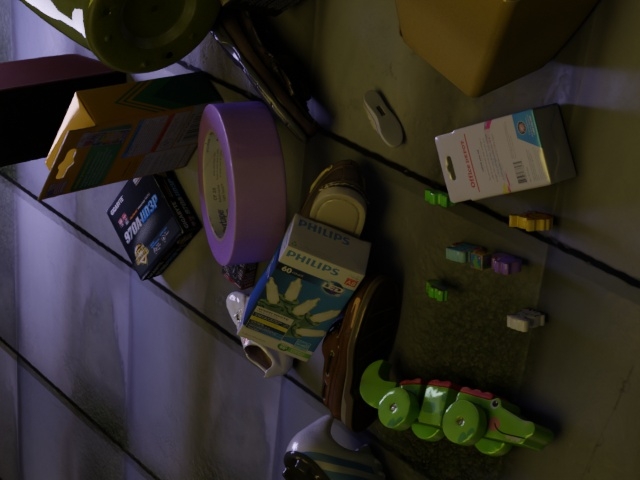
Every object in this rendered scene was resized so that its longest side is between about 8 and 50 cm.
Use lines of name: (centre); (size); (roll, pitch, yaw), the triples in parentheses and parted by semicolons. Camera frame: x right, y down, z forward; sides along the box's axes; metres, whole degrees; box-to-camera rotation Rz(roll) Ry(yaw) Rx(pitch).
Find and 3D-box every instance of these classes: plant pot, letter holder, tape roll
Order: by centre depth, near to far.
plant pot: (0.215, -0.309, 1.389); (0.212, 0.212, 0.187); (45, 145, 28)
plant pot: (-0.343, -0.466, 1.790); (0.353, 0.367, 0.366); (50, 136, 33)
tape roll: (-0.137, -0.097, 1.860); (0.275, 0.090, 0.274); (175, 90, -73)
letter holder: (-0.576, -0.272, 2.206); (0.214, 0.302, 0.152); (25, 121, 41)

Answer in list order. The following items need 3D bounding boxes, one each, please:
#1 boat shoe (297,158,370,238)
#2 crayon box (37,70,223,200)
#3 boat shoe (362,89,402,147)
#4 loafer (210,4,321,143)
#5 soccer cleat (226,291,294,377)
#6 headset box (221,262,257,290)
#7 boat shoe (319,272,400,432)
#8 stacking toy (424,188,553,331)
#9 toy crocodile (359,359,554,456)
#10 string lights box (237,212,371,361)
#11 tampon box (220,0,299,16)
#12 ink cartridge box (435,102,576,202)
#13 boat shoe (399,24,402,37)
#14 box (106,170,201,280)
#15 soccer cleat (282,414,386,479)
boat shoe: (0.000, 0.000, 1.817); (0.324, 0.117, 0.096); (113, 169, -48)
crayon box: (-0.357, -0.191, 1.972); (0.083, 0.323, 0.203); (57, 137, 17)
boat shoe: (0.094, -0.184, 1.695); (0.100, 0.035, 0.035); (58, 165, 10)
loafer: (-0.084, -0.294, 1.804); (0.302, 0.095, 0.109); (52, -179, 20)
soccer cleat: (-0.124, 0.172, 2.034); (0.196, 0.076, 0.068); (50, 135, 25)
headset box: (-0.151, 0.048, 2.053); (0.062, 0.032, 0.083); (38, 130, 34)
boat shoe: (0.049, 0.176, 1.814); (0.104, 0.111, 0.307); (33, 126, 35)
stacking toy: (0.239, 0.023, 1.596); (0.221, 0.052, 0.166); (19, 116, 46)
toy crocodile: (0.200, 0.259, 1.678); (0.341, 0.115, 0.105); (5, 74, 47)
string lights box: (-0.030, 0.080, 1.779); (0.133, 0.076, 0.259); (22, 138, -8)
tampon box: (-0.096, -0.429, 1.697); (0.101, 0.161, 0.120); (-28, 81, 26)
ink cartridge box: (0.252, -0.118, 1.514); (0.181, 0.062, 0.104); (-11, 95, 49)
boat shoe: (0.148, -0.344, 1.560); (0.050, 0.045, 0.135); (40, 130, 32)
box: (-0.341, -0.044, 2.218); (0.220, 0.051, 0.175); (-43, 71, 48)
soccer cleat: (0.084, 0.439, 1.884); (0.331, 0.143, 0.116); (46, 144, -6)
